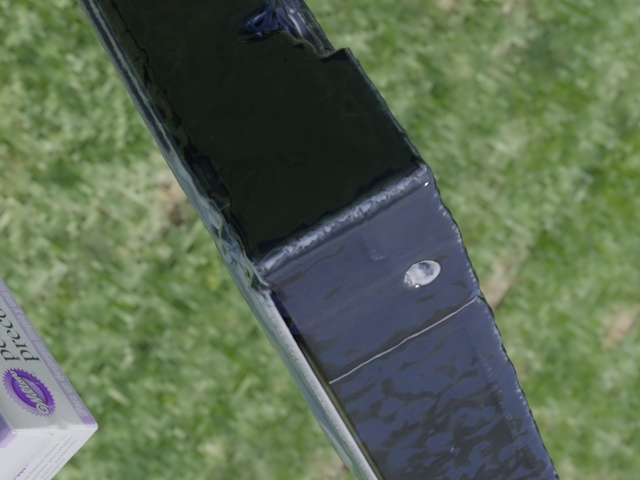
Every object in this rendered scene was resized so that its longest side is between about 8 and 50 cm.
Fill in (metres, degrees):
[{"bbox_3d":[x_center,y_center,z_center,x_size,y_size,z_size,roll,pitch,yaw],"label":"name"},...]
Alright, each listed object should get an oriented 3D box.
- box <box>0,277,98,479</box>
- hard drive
[{"bbox_3d":[-0.225,-0.012,0.916,0.067,0.324,0.063,-46,155,21],"label":"box"},{"bbox_3d":[0.000,0.000,0.681,0.064,0.237,0.339,-30,146,-1],"label":"hard drive"}]
